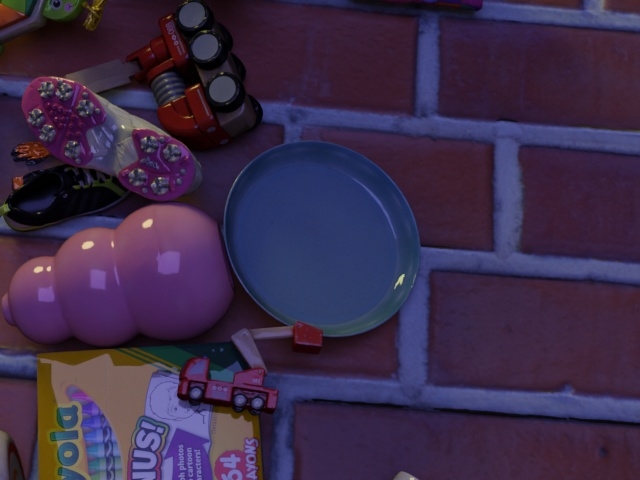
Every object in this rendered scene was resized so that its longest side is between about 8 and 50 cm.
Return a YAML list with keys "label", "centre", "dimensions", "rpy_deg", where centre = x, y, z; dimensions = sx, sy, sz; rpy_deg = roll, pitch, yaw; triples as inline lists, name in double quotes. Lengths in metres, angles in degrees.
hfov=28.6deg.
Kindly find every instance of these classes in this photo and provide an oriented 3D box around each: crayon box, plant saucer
- label: "crayon box"
  centre: [-0.238, 0.336, 1.786]
  dimensions: [0.313, 0.106, 0.363]
  rpy_deg: [-3, 72, -6]
- label: "plant saucer"
  centre: [0.000, 0.000, 1.912]
  dimensions: [0.317, 0.044, 0.318]
  rpy_deg: [8, 66, -18]

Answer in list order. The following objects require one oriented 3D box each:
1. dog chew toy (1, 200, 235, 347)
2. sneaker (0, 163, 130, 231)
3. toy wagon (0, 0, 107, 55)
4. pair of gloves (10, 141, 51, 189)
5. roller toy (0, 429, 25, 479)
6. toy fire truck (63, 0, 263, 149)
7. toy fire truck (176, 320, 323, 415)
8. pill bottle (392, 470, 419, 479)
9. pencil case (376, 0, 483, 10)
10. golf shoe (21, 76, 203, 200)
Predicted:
- label: "dog chew toy"
  centre: [-0.297, 0.065, 1.827]
  dimensions: [0.331, 0.206, 0.207]
  rpy_deg: [-14, 74, 0]
- label: "sneaker"
  centre: [-0.375, -0.077, 1.903]
  dimensions: [0.234, 0.097, 0.084]
  rpy_deg: [-28, 83, -16]
- label: "toy wagon"
  centre: [-0.494, -0.427, 1.958]
  dimensions: [0.344, 0.068, 0.267]
  rpy_deg: [25, 94, 12]
- label: "pair of gloves"
  centre: [-0.446, -0.116, 1.960]
  dimensions: [0.074, 0.010, 0.083]
  rpy_deg: [-4, 74, -6]
- label: "roller toy"
  centre: [-0.483, 0.364, 1.711]
  dimensions: [0.146, 0.209, 0.191]
  rpy_deg: [-11, 111, -7]
- label: "toy fire truck"
  centre: [-0.248, -0.238, 1.960]
  dimensions: [0.246, 0.158, 0.217]
  rpy_deg: [-26, 70, 8]
- label: "toy fire truck"
  centre: [-0.099, 0.175, 1.772]
  dimensions: [0.192, 0.047, 0.135]
  rpy_deg: [10, 70, -4]
- label: "pill bottle"
  centre: [0.084, 0.444, 1.775]
  dimensions: [0.121, 0.121, 0.221]
  rpy_deg: [39, 74, 7]
- label: "pencil case"
  centre: [0.158, -0.437, 2.068]
  dimensions: [0.236, 0.104, 0.104]
  rpy_deg: [7, 72, -3]
- label: "golf shoe"
  centre: [-0.308, -0.146, 1.882]
  dimensions: [0.306, 0.140, 0.115]
  rpy_deg: [31, 96, 13]
